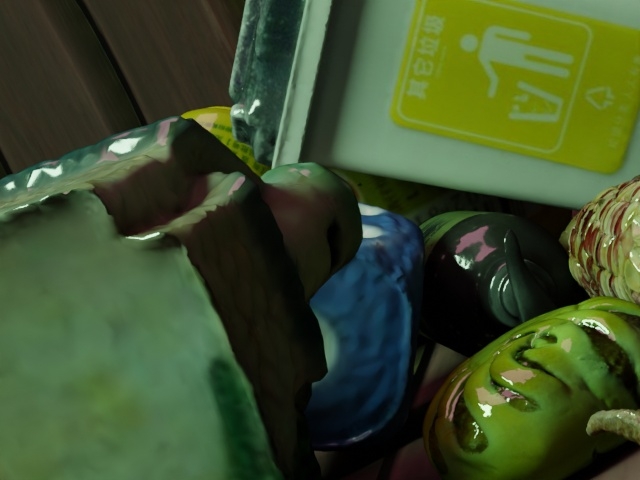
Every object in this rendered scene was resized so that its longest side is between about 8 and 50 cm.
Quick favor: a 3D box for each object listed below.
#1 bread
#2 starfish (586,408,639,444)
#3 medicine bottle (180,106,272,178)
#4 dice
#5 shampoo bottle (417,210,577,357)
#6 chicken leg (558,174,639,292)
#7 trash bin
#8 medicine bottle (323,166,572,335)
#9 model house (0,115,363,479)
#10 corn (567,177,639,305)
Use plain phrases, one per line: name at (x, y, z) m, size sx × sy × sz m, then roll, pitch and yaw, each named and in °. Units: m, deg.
bread at (0.114, 0.075, 0.968) m, size 0.139 × 0.071 × 0.130 m, roll -27°, pitch -1°, yaw 0°
starfish at (0.136, 0.096, 0.644) m, size 0.213 × 0.057 × 0.238 m, roll -19°, pitch 8°, yaw 2°
medicine bottle at (-0.101, 0.013, 1.435) m, size 0.064 × 0.095 × 0.260 m, roll 110°, pitch 180°, yaw -56°
dice at (-0.008, 0.049, 1.255) m, size 0.147 × 0.143 × 0.146 m, roll 6°, pitch 11°, yaw 1°
shampoo bottle at (0.114, 0.031, 1.317) m, size 0.101 × 0.101 × 0.284 m, roll -28°, pitch 4°, yaw -4°
chicken leg at (0.243, -0.012, 1.295) m, size 0.198 × 0.069 × 0.085 m, roll -13°, pitch 9°, yaw 45°
trash bin at (0.140, -0.165, 1.449) m, size 0.368 × 0.255 × 0.296 m, roll 14°, pitch 28°, yaw 4°
medicine bottle at (0.000, 0.000, 1.618) m, size 0.384 × 0.224 × 0.224 m, roll -30°, pitch 4°, yaw -22°
model house at (-0.119, 0.069, 1.055) m, size 0.298 × 0.243 × 0.284 m, roll -18°, pitch 15°, yaw 22°
corn at (0.197, 0.008, 1.125) m, size 0.098 × 0.098 × 0.290 m, roll -27°, pitch 0°, yaw -2°
